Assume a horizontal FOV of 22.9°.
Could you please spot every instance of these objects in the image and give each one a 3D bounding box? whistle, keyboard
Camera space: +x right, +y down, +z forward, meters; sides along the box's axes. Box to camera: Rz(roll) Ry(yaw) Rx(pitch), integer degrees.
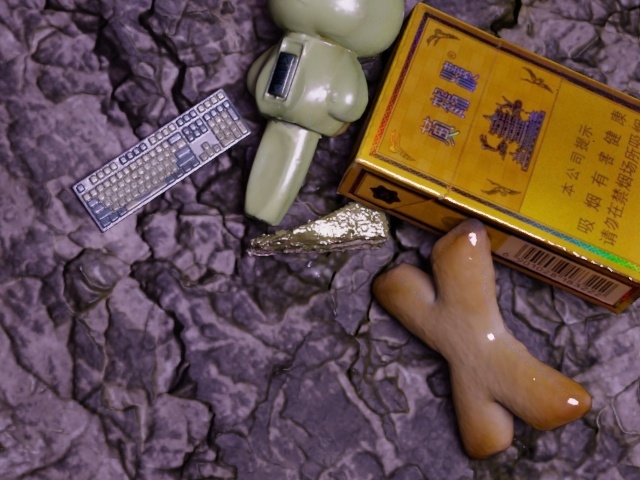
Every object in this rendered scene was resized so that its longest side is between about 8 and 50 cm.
[{"bbox_3d":[0.002,-0.160,1.517,0.141,0.141,0.294,11,100,-6],"label":"whistle"},{"bbox_3d":[-0.153,-0.078,1.525,0.176,0.014,0.055,-34,91,-10],"label":"keyboard"}]

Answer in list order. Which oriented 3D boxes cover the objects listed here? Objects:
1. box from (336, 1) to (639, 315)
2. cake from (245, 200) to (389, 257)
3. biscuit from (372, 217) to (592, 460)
[{"bbox_3d":[0.189,-0.078,1.511,0.301,0.084,0.193,24,63,-4],"label":"box"},{"bbox_3d":[0.000,0.000,1.513,0.140,0.051,0.055,-21,83,-13],"label":"cake"},{"bbox_3d":[0.143,0.098,1.471,0.047,0.164,0.208,-27,84,-41],"label":"biscuit"}]
